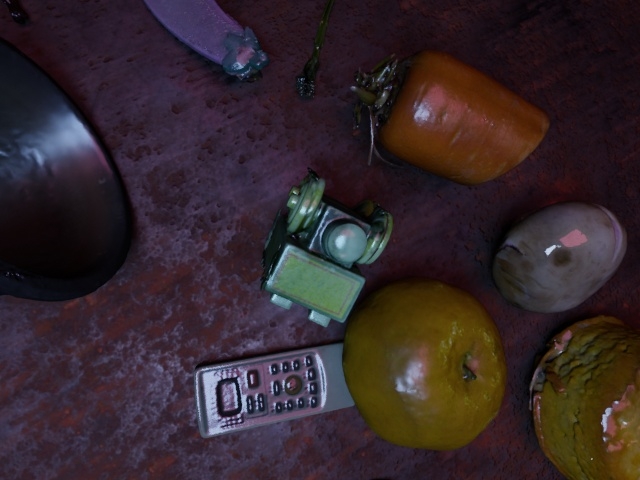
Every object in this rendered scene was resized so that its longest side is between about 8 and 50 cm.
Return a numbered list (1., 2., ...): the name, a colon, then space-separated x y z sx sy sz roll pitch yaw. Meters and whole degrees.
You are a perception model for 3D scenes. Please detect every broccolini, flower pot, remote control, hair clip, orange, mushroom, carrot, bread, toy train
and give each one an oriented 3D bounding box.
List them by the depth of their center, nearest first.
1. flower pot: -0.472 -0.064 0.543 0.251 0.379 0.380 -24 92 9
2. toy train: 0.000 0.000 0.646 0.159 0.272 0.188 25 99 -12
3. orange: 0.166 0.197 0.680 0.278 0.235 0.279 5 80 -27
4. hair clip: -0.225 -0.418 0.721 0.359 0.110 0.095 50 38 -1
5. remote control: -0.074 0.258 0.722 0.285 0.038 0.124 -5 87 -12
6. carrot: 0.200 -0.224 0.735 0.331 0.214 0.193 25 53 -13
7. mushroom: 0.436 0.025 0.763 0.254 0.255 0.184 -1 52 -12
8. bread: 0.594 0.330 0.776 0.358 0.204 0.337 43 75 -4
9. broccolini: -0.001 -0.373 0.784 0.042 0.044 0.218 17 78 5

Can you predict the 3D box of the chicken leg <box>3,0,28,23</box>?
1. chicken leg: -0.533 -0.466 0.671 0.093 0.053 0.205 1 90 -26
